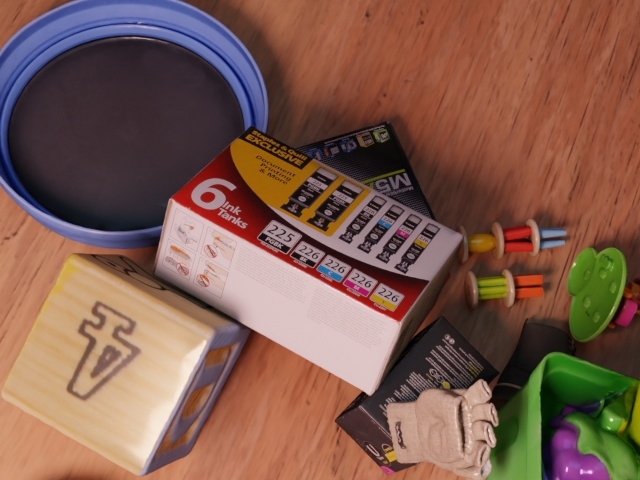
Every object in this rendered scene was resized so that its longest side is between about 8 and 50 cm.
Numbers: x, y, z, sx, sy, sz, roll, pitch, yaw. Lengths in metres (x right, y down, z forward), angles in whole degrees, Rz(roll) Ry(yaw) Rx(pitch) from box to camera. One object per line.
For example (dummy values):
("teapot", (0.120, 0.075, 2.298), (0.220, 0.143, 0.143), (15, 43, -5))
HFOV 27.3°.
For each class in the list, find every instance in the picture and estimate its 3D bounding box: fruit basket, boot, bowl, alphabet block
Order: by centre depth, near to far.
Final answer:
("fruit basket", (0.395, 0.254, 1.445), (0.392, 0.392, 0.283), (7, 63, -1))
("alphabet block", (-0.225, 0.141, 1.571), (0.197, 0.192, 0.193), (28, 92, 11))
("boot", (0.331, 0.183, 1.690), (0.198, 0.077, 0.137), (22, 59, 6))
("bowl", (-0.268, -0.164, 1.819), (0.391, 0.077, 0.391), (2, 63, -4))

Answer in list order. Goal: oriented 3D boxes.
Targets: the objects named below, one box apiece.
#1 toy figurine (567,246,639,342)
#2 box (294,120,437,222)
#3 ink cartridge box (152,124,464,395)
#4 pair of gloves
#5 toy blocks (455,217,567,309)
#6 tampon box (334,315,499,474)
("toy figurine", (0.422, 0.088, 1.731), (0.159, 0.130, 0.173), (21, 17, -13))
("box", (0.041, -0.056, 1.803), (0.190, 0.045, 0.184), (-17, 63, -11))
("ink cartridge box", (0.000, 0.000, 1.625), (0.309, 0.130, 0.272), (28, 40, 11))
("pair of gloves", (0.154, 0.278, 1.445), (0.042, 0.204, 0.240), (-9, 79, -25))
("toy blocks", (0.264, 0.030, 1.770), (0.148, 0.054, 0.123), (-5, 63, -7))
("tampon box", (0.118, 0.194, 1.628), (0.101, 0.120, 0.161), (45, 69, 2))
